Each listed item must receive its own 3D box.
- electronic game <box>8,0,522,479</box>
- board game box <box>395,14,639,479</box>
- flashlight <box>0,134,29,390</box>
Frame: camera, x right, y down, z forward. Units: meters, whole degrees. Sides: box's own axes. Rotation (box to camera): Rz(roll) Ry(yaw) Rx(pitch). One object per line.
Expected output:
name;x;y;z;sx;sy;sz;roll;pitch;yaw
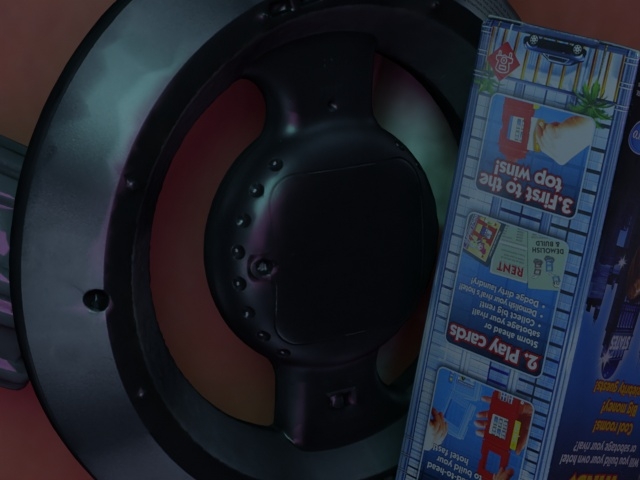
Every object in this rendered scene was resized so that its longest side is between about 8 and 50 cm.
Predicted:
electronic game;0.000;0.000;0.506;0.229;0.048;0.229;-8;106;-31
board game box;0.099;0.041;0.514;0.194;0.060;0.194;14;95;-53
flashlight;-0.226;-0.044;0.473;0.304;0.103;0.103;20;92;-9
